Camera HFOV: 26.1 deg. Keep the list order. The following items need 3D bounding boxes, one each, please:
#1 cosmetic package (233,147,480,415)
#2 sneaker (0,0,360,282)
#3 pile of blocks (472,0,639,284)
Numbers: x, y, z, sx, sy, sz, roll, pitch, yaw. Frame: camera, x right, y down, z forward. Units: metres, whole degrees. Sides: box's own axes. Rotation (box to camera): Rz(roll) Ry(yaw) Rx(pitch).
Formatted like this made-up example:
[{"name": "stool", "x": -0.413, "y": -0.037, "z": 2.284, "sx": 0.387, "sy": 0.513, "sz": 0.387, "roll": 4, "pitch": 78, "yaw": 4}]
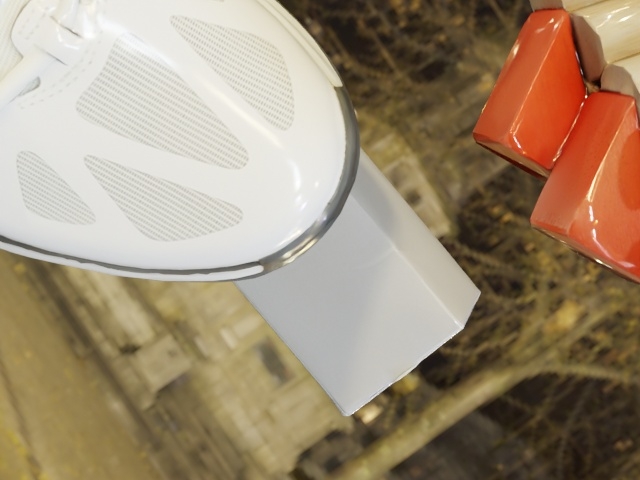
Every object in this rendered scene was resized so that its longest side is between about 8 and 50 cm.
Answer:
[{"name": "cosmetic package", "x": 0.000, "y": 0.000, "z": 1.065, "sx": 0.238, "sy": 0.127, "sz": 0.107, "roll": 51, "pitch": 21, "yaw": -5}, {"name": "sneaker", "x": -0.193, "y": -0.108, "z": 0.515, "sx": 0.447, "sy": 0.169, "sz": 0.257, "roll": 27, "pitch": 1, "yaw": 0}, {"name": "pile of blocks", "x": 0.115, "y": 0.007, "z": 0.408, "sx": 0.362, "sy": 0.112, "sz": 0.149, "roll": 64, "pitch": -18, "yaw": 16}]
